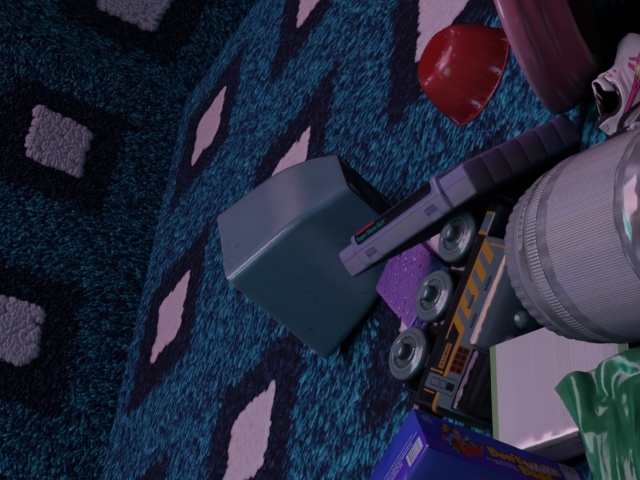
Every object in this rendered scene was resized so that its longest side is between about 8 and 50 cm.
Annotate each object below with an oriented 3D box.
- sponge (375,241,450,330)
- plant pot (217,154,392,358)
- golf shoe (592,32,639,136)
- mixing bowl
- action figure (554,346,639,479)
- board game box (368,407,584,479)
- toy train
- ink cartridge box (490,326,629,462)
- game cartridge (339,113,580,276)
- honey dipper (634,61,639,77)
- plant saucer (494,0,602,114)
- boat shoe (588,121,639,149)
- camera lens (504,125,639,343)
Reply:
[{"bbox_3d":[0.151,0.065,2.206,0.117,0.031,0.210,-64,19,10],"label":"sponge"},{"bbox_3d":[0.000,0.000,2.389,0.252,0.248,0.247,-43,25,13],"label":"plant pot"},{"bbox_3d":[0.395,-0.206,1.770,0.067,0.086,0.186,-47,26,48],"label":"golf shoe"},{"bbox_3d":[0.228,-0.293,2.300,0.181,0.098,0.181,-53,25,37],"label":"mixing bowl"},{"bbox_3d":[0.333,0.236,1.460,0.137,0.063,0.232,-35,45,35],"label":"action figure"},{"bbox_3d":[0.130,0.387,1.591,0.347,0.233,0.078,-60,20,19],"label":"board game box"},{"bbox_3d":[0.220,0.101,1.843,0.190,0.142,0.334,15,81,59],"label":"toy train"},{"bbox_3d":[0.313,0.166,1.627,0.235,0.056,0.171,-24,41,29],"label":"ink cartridge box"},{"bbox_3d":[0.191,-0.062,1.992,0.355,0.230,0.068,-37,76,55],"label":"game cartridge"},{"bbox_3d":[0.419,-0.163,1.539,0.030,0.160,0.030,-54,22,33],"label":"honey dipper"},{"bbox_3d":[0.309,-0.342,1.882,0.084,0.332,0.332,-18,42,20],"label":"plant saucer"},{"bbox_3d":[0.376,-0.095,1.651,0.302,0.114,0.091,-36,40,57],"label":"boat shoe"},{"bbox_3d":[0.350,-0.007,1.458,0.274,0.219,0.219,-25,46,63],"label":"camera lens"}]
